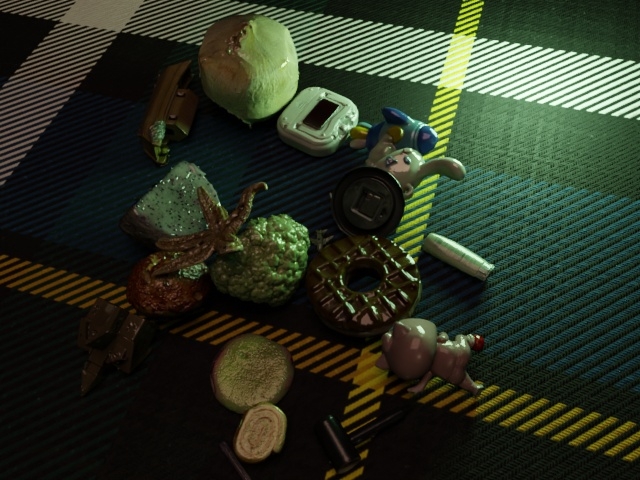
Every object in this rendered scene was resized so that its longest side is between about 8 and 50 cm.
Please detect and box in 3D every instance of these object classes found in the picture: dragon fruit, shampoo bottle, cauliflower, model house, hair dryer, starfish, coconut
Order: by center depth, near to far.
[{"bbox_3d":[0.116,0.457,1.480,0.255,0.070,0.128,-24,57,-21],"label":"hair dryer"},{"bbox_3d":[-0.280,-0.023,1.564,0.375,0.094,0.327,-48,40,-14],"label":"starfish"},{"bbox_3d":[-0.578,0.294,1.578,0.180,0.176,0.248,21,76,16],"label":"model house"},{"bbox_3d":[-0.169,0.046,1.688,0.250,0.275,0.272,12,76,53],"label":"cauliflower"},{"bbox_3d":[0.400,0.049,1.738,0.212,0.049,0.072,34,60,24],"label":"shampoo bottle"},{"bbox_3d":[-0.443,-0.069,1.788,0.221,0.204,0.283,38,51,-8],"label":"dragon fruit"},{"bbox_3d":[-0.252,-0.599,2.028,0.346,0.360,0.347,0,56,0],"label":"coconut"}]

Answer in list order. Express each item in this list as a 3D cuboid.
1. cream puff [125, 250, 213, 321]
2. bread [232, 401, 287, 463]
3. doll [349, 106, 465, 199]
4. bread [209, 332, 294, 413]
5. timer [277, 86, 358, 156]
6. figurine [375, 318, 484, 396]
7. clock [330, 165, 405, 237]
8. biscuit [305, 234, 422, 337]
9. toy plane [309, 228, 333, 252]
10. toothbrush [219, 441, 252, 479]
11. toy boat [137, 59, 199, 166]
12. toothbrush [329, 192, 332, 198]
[{"bbox_3d":[-0.419,0.117,1.651,0.239,0.164,0.240,8,37,-7],"label":"cream puff"},{"bbox_3d":[-0.145,0.472,1.457,0.122,0.073,0.149,19,64,2],"label":"bread"},{"bbox_3d":[0.237,-0.280,1.887,0.375,0.187,0.366,-5,55,0],"label":"doll"},{"bbox_3d":[-0.183,0.346,1.579,0.228,0.033,0.229,-2,56,3],"label":"bread"},{"bbox_3d":[-0.009,-0.417,2.053,0.237,0.087,0.262,26,62,19],"label":"timer"},{"bbox_3d":[0.285,0.296,1.539,0.287,0.176,0.186,11,14,-8],"label":"figurine"},{"bbox_3d":[0.144,-0.110,1.787,0.225,0.049,0.226,1,94,15],"label":"clock"},{"bbox_3d":[0.118,0.121,1.657,0.331,0.103,0.332,-4,50,5],"label":"biscuit"},{"bbox_3d":[-0.001,-0.002,1.804,0.080,0.033,0.083,-4,55,14],"label":"toy plane"},{"bbox_3d":[-0.139,0.619,1.398,0.029,0.024,0.354,-39,63,-11],"label":"toothbrush"},{"bbox_3d":[-0.519,-0.466,2.092,0.162,0.136,0.446,5,55,1],"label":"toy boat"},{"bbox_3d":[0.044,-0.100,1.882,0.013,0.011,0.131,-18,56,6],"label":"toothbrush"}]
